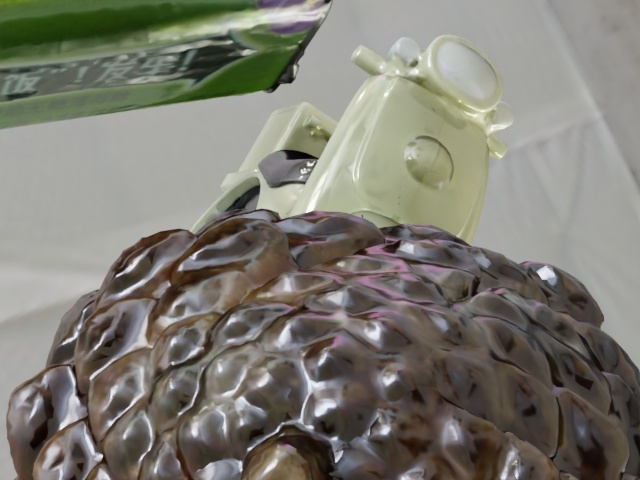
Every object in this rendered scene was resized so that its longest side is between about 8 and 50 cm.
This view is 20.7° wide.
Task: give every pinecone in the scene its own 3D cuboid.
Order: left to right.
[{"bbox_3d":[0.013,0.120,0.759,0.298,0.242,0.296,31,-161,21],"label":"pinecone"}]

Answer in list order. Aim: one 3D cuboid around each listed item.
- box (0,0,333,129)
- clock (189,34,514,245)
[{"bbox_3d":[-0.169,-0.105,0.800,0.346,0.134,0.097,-11,-109,-25],"label":"box"},{"bbox_3d":[0.000,0.000,1.161,0.120,0.379,0.276,33,-105,-18],"label":"clock"}]
